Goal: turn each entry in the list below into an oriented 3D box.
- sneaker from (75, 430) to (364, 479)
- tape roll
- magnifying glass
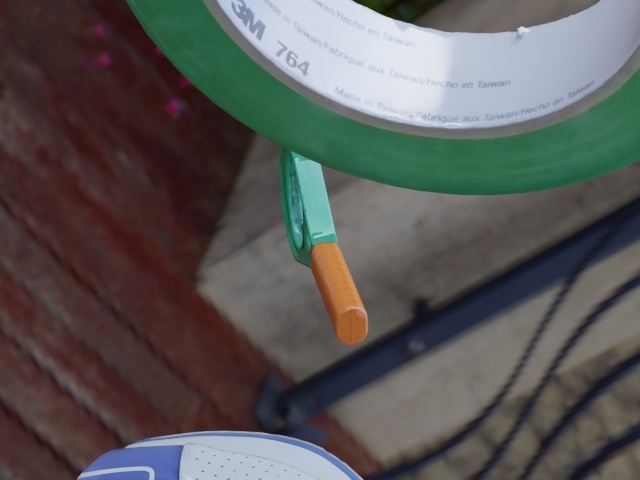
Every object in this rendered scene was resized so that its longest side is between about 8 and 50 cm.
[{"bbox_3d":[-0.006,0.178,0.870,0.182,0.315,0.127,-3,109,-64],"label":"sneaker"},{"bbox_3d":[0.055,-0.159,0.945,0.321,0.321,0.077,42,43,-25],"label":"tape roll"},{"bbox_3d":[0.000,0.000,1.399,0.231,0.026,0.092,-108,-165,-59],"label":"magnifying glass"}]
